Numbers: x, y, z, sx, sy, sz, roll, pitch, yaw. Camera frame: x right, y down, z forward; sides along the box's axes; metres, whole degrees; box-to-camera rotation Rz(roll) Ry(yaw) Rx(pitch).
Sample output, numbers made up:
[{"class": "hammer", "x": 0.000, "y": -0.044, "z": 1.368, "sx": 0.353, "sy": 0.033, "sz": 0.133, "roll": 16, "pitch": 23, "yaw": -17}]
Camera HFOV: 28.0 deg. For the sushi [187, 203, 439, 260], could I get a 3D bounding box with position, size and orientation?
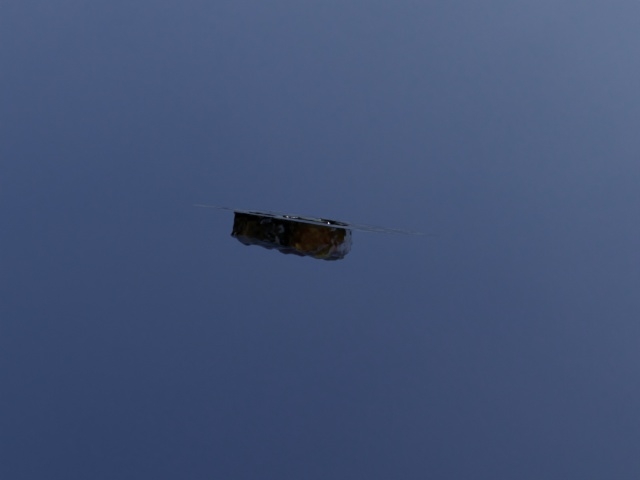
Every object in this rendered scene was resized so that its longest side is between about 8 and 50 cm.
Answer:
[{"class": "sushi", "x": 0.000, "y": 0.000, "z": 0.949, "sx": 0.139, "sy": 0.201, "sz": 0.031, "roll": 9, "pitch": -88, "yaw": 21}]
